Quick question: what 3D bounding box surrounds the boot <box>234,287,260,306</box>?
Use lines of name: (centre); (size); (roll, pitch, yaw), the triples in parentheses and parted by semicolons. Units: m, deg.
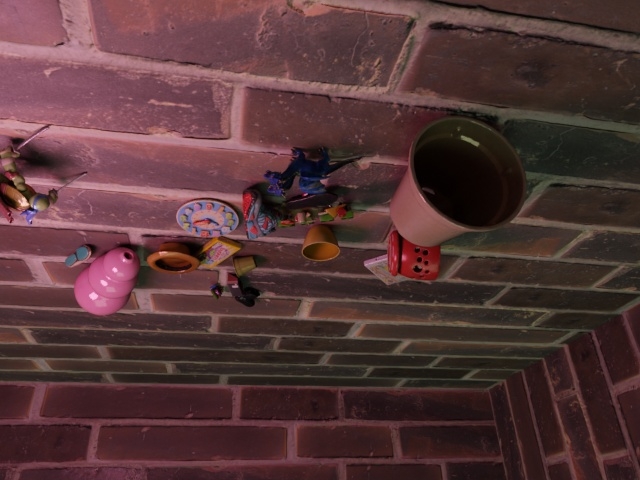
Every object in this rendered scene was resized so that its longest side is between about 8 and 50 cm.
boot: (-0.311, 0.253, 2.284); (0.099, 0.045, 0.121); (-27, 141, 30)

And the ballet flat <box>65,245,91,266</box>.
ballet flat: (-0.894, 0.056, 1.917); (0.168, 0.057, 0.052); (-20, 173, 33)

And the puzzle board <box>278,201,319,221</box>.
puzzle board: (-0.080, -0.095, 1.746); (0.128, 0.011, 0.096); (9, 148, -18)

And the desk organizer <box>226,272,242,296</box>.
desk organizer: (-0.360, 0.186, 2.158); (0.047, 0.050, 0.130); (-3, 149, 0)

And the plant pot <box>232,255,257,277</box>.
plant pot: (-0.291, 0.094, 1.993); (0.079, 0.083, 0.083); (-17, 148, 0)

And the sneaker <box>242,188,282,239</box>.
sneaker: (-0.190, -0.096, 1.676); (0.125, 0.104, 0.262); (-9, 158, -10)

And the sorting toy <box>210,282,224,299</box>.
sorting toy: (-0.440, 0.214, 2.194); (0.042, 0.061, 0.102); (-34, -176, -2)

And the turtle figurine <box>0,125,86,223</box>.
turtle figurine: (-0.847, -0.182, 1.461); (0.267, 0.274, 0.198); (12, 175, 14)

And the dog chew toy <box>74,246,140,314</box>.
dog chew toy: (-0.787, 0.142, 1.924); (0.207, 0.206, 0.332); (21, 135, -33)

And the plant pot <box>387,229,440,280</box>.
plant pot: (0.334, 0.049, 1.847); (0.174, 0.191, 0.191); (1, 149, 1)

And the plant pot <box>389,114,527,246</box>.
plant pot: (0.350, -0.131, 1.462); (0.334, 0.333, 0.305); (5, 159, -13)

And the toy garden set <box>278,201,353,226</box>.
toy garden set: (-0.017, -0.084, 1.653); (0.245, 0.049, 0.204); (-8, 179, 3)

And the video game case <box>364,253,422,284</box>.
video game case: (0.321, 0.110, 2.103); (0.207, 0.026, 0.227); (-19, 146, 26)

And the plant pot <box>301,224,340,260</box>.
plant pot: (0.000, 0.000, 1.828); (0.134, 0.095, 0.134); (-1, 150, -1)

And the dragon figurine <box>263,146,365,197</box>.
dragon figurine: (-0.019, -0.188, 1.465); (0.290, 0.143, 0.085); (3, 149, -9)

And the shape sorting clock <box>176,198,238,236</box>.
shape sorting clock: (-0.383, -0.071, 1.737); (0.207, 0.040, 0.206); (-2, 149, -1)

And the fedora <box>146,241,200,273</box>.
fedora: (-0.544, 0.059, 1.906); (0.195, 0.079, 0.194); (-5, 152, -3)

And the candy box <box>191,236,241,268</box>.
candy box: (-0.402, 0.046, 1.944); (0.105, 0.027, 0.206); (20, 143, -37)

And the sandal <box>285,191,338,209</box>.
sandal: (-0.030, -0.138, 1.654); (0.179, 0.040, 0.067); (-8, 147, 23)
